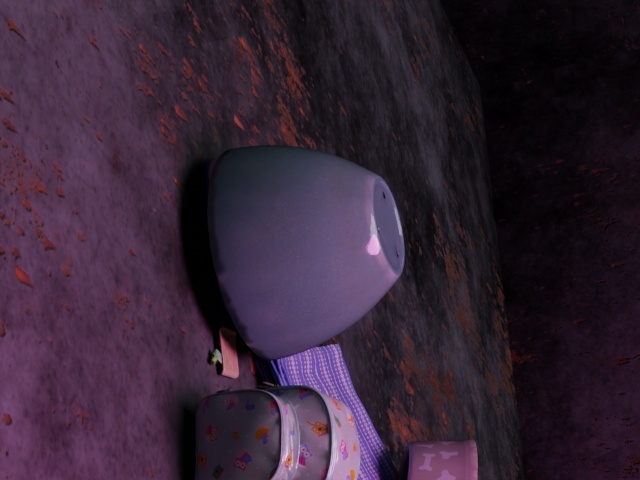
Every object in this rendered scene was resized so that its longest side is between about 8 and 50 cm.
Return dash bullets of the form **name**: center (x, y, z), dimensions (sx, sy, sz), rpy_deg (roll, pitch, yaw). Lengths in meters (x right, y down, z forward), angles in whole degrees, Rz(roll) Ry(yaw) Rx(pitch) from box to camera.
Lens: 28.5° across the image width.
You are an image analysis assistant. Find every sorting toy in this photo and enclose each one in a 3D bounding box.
- **sorting toy**: center (-0.125, 0.144, 1.629), dimensions (0.083, 0.012, 0.062), rpy_deg (36, 50, -70)

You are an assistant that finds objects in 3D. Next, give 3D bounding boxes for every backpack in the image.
- **backpack**: center (-0.054, 0.251, 1.489), dimensions (0.144, 0.188, 0.166), rpy_deg (50, 33, -57)

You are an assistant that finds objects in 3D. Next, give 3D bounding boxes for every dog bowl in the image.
- **dog bowl**: center (0.157, 0.471, 1.949), dimensions (0.349, 0.102, 0.349), rpy_deg (12, 90, -88)

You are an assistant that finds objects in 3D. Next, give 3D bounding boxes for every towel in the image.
- **towel**: center (0.021, 0.262, 1.862), dimensions (0.243, 0.040, 0.336), rpy_deg (63, 15, 12)

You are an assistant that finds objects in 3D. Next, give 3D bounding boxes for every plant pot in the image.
- **plant pot**: center (0.000, 0.000, 1.675), dimensions (0.290, 0.195, 0.290), rpy_deg (-12, 90, -73)

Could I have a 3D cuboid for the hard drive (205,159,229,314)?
- **hard drive**: center (-0.074, 0.015, 1.828), dimensions (0.318, 0.040, 0.210), rpy_deg (22, 58, -69)
